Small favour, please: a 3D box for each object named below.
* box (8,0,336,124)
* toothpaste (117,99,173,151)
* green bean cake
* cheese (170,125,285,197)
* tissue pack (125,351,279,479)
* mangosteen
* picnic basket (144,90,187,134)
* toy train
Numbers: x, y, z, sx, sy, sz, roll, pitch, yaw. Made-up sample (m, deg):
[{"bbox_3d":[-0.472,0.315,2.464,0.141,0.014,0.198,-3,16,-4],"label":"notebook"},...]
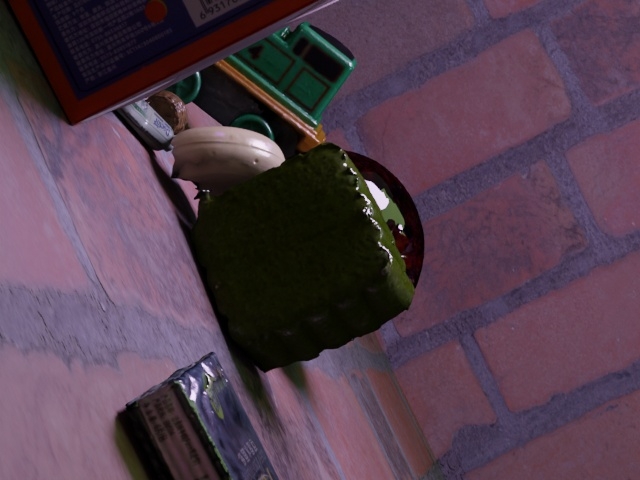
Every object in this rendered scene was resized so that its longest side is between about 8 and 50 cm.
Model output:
[{"bbox_3d":[-0.163,-0.336,1.522,0.257,0.348,0.318,63,13,-9],"label":"box"},{"bbox_3d":[-0.251,-0.175,1.736,0.218,0.041,0.064,48,21,-59],"label":"toothpaste"},{"bbox_3d":[-0.026,0.025,1.757,0.247,0.249,0.156,66,6,28],"label":"green bean cake"},{"bbox_3d":[-0.086,-0.106,1.832,0.163,0.248,0.071,96,-7,-68],"label":"cheese"},{"bbox_3d":[-0.083,0.225,1.159,0.236,0.073,0.173,63,6,2],"label":"tissue pack"},{"bbox_3d":[0.000,0.000,2.062,0.347,0.307,0.307,20,-33,51],"label":"mangosteen"},{"bbox_3d":[-0.222,-0.183,1.858,0.072,0.072,0.083,62,15,-10],"label":"picnic basket"},{"bbox_3d":[-0.116,-0.287,2.139,0.429,0.249,0.178,38,11,-4],"label":"toy train"}]
